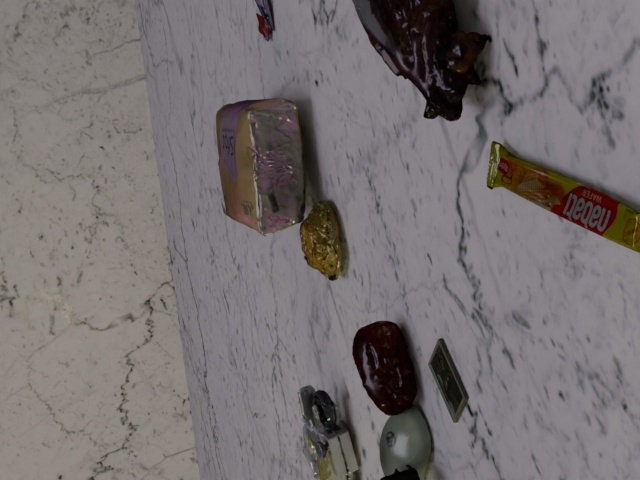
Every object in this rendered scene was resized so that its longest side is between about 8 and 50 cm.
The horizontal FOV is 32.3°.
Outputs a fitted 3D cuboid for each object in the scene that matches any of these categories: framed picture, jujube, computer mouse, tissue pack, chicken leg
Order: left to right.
[{"bbox_3d":[-0.096,-0.129,1.848,0.257,0.123,0.215,-161,65,-71],"label":"tissue pack"},{"bbox_3d":[0.089,0.175,1.505,0.077,0.077,0.129,139,116,-71],"label":"jujube"},{"bbox_3d":[0.079,-0.310,1.211,0.158,0.096,0.407,130,130,-64],"label":"chicken leg"},{"bbox_3d":[0.111,0.307,1.544,0.089,0.056,0.181,-112,19,-47],"label":"computer mouse"},{"bbox_3d":[0.159,0.176,1.383,0.066,0.007,0.089,103,152,-53],"label":"framed picture"}]

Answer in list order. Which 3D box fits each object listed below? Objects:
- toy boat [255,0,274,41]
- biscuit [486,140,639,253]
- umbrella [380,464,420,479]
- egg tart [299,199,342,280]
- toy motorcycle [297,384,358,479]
[{"bbox_3d":[-0.124,-0.511,1.847,0.318,0.072,0.219,82,164,-45],"label":"toy boat"},{"bbox_3d":[0.224,-0.039,1.003,0.292,0.026,0.048,-140,62,-65],"label":"biscuit"},{"bbox_3d":[0.149,0.458,1.449,0.090,0.094,0.326,1,-107,-67],"label":"umbrella"},{"bbox_3d":[0.000,0.000,1.733,0.130,0.052,0.130,172,90,-76],"label":"egg tart"},{"bbox_3d":[0.013,0.356,1.872,0.151,0.074,0.228,-5,104,68],"label":"toy motorcycle"}]
